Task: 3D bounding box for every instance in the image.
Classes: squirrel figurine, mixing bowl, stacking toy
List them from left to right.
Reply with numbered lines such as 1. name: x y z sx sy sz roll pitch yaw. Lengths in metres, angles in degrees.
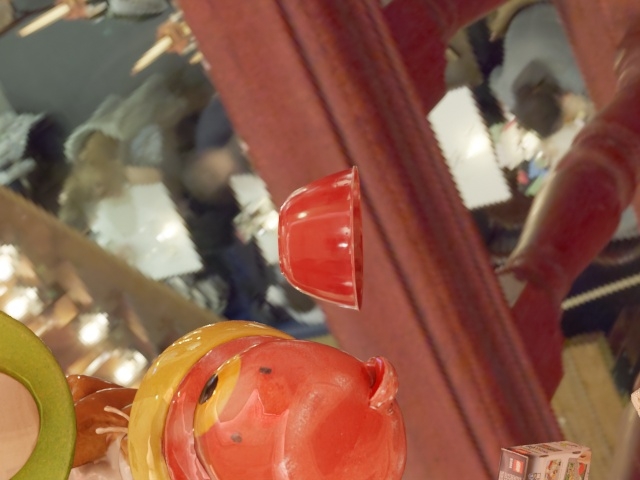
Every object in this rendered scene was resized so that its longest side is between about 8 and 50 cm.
1. stacking toy: -0.102 0.165 0.614 0.279 0.309 0.130 19 167 -27
2. squirrel figurine: -0.162 0.254 1.617 0.370 0.397 0.281 -26 71 41
3. mixing bowl: 0.000 0.000 1.718 0.098 0.181 0.181 -2 118 6

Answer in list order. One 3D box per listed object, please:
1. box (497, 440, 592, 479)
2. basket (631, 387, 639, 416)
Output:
1. box: 0.223 0.317 1.443 0.036 0.114 0.207 13 97 46
2. basket: 0.456 0.180 1.588 0.113 0.167 0.103 63 149 1
